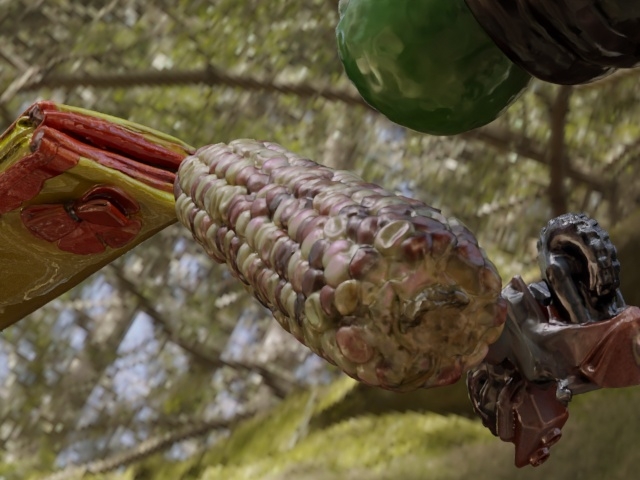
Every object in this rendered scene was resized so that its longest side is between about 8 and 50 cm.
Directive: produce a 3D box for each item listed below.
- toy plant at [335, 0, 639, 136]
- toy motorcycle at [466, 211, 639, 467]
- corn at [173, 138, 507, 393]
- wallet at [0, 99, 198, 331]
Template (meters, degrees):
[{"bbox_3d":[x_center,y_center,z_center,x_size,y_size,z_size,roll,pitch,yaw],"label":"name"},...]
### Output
[{"bbox_3d":[0.084,-0.161,0.794,0.235,0.175,0.218,-10,-102,39],"label":"toy plant"},{"bbox_3d":[0.158,0.081,1.213,0.118,0.084,0.212,53,-35,25],"label":"toy motorcycle"},{"bbox_3d":[0.000,0.000,0.934,0.092,0.280,0.092,-8,-70,-22],"label":"corn"},{"bbox_3d":[-0.210,-0.008,1.276,0.141,0.067,0.241,21,-40,-40],"label":"wallet"}]
